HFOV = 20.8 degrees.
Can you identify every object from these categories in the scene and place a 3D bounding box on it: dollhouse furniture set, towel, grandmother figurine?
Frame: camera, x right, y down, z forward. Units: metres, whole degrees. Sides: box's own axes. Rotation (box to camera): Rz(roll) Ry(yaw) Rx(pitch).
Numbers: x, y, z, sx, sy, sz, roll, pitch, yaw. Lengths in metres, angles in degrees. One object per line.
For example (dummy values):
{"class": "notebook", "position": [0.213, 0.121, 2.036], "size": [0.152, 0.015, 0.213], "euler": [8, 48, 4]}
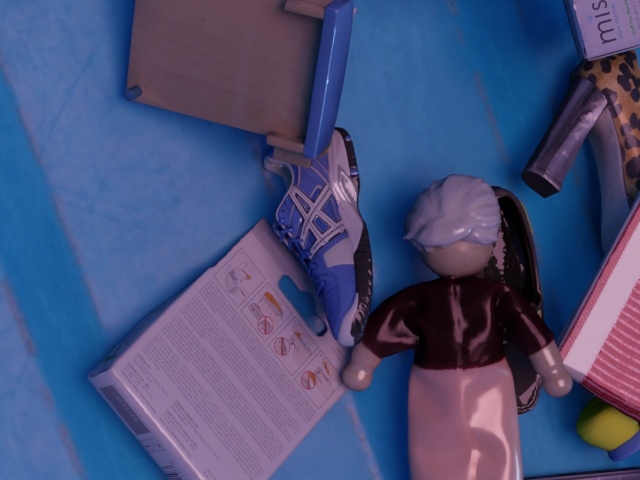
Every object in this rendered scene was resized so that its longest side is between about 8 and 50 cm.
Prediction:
{"class": "dollhouse furniture set", "position": [-0.091, -0.246, 1.565], "size": [0.286, 0.198, 0.303], "euler": [14, 114, 14]}
{"class": "towel", "position": [0.405, 0.097, 1.653], "size": [0.329, 0.037, 0.237], "euler": [30, 84, -6]}
{"class": "grandmother figurine", "position": [0.124, 0.110, 1.613], "size": [0.208, 0.104, 0.342], "euler": [-2, 97, -5]}

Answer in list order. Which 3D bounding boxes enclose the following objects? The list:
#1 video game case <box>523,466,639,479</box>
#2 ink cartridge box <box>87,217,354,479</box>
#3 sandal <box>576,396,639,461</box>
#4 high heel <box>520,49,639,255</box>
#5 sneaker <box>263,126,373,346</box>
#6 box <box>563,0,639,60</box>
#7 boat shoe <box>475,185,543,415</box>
{"class": "video game case", "position": [0.299, 0.326, 1.740], "size": [0.274, 0.026, 0.196], "euler": [-2, 90, -21]}
{"class": "ink cartridge box", "position": [-0.079, 0.117, 1.590], "size": [0.181, 0.056, 0.224], "euler": [53, 53, -14]}
{"class": "sandal", "position": [0.407, 0.142, 1.727], "size": [0.317, 0.126, 0.138], "euler": [-35, 91, -9]}
{"class": "high heel", "position": [0.333, -0.064, 1.727], "size": [0.261, 0.093, 0.186], "euler": [39, 68, -19]}
{"class": "sneaker", "position": [0.000, 0.000, 1.585], "size": [0.081, 0.080, 0.211], "euler": [-6, 65, -10]}
{"class": "box", "position": [0.313, -0.316, 1.579], "size": [0.231, 0.127, 0.262], "euler": [-16, 95, 8]}
{"class": "boat shoe", "position": [0.173, 0.061, 1.668], "size": [0.081, 0.069, 0.227], "euler": [-13, 94, -21]}
